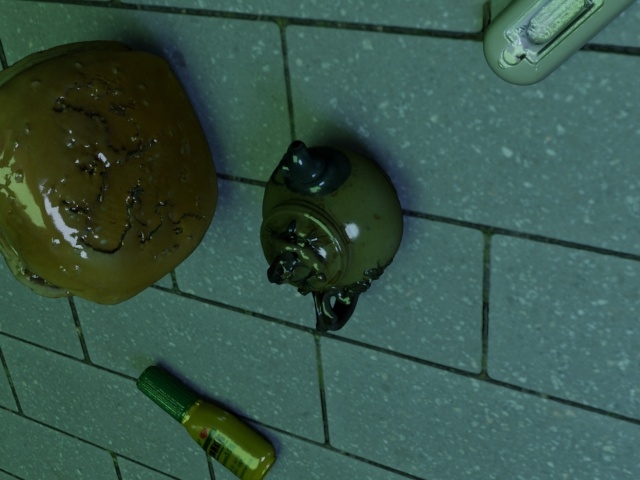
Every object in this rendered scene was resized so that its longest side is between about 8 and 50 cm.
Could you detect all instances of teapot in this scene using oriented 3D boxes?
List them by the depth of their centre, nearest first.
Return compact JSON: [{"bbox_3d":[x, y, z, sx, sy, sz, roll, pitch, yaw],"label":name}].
[{"bbox_3d":[0.000,0.000,0.995,0.173,0.182,0.270,12,126,27],"label":"teapot"}]

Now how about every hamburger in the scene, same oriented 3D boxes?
[{"bbox_3d":[-0.273,-0.089,1.055,0.174,0.284,0.305,9,129,46],"label":"hamburger"}]

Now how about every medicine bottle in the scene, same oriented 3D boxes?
[{"bbox_3d":[-0.188,0.296,1.401,0.260,0.064,0.095,36,133,11],"label":"medicine bottle"}]

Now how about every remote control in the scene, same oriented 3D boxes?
[{"bbox_3d":[0.234,-0.223,0.783,0.078,0.042,0.221,48,134,0],"label":"remote control"}]
